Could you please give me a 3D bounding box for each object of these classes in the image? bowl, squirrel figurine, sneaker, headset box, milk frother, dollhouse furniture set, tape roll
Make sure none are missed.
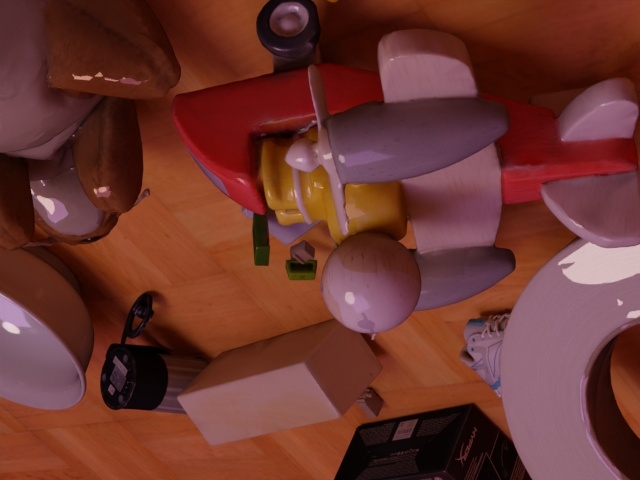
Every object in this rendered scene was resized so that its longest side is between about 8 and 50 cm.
[{"bbox_3d":[-0.421,0.090,1.796,0.297,0.134,0.298,18,144,13],"label":"bowl"},{"bbox_3d":[-0.302,-0.176,1.303,0.397,0.281,0.370,60,178,16],"label":"squirrel figurine"},{"bbox_3d":[0.202,0.107,1.457,0.083,0.071,0.191,32,145,4],"label":"sneaker"},{"bbox_3d":[0.194,0.358,1.741,0.218,0.110,0.293,-19,124,46],"label":"headset box"},{"bbox_3d":[-0.211,0.155,1.781,0.134,0.129,0.143,11,128,-42],"label":"milk frother"},{"bbox_3d":[0.000,0.000,1.482,0.151,0.059,0.076,0,140,-5],"label":"dollhouse furniture set"},{"bbox_3d":[0.359,0.154,1.258,0.392,0.072,0.392,13,115,30],"label":"tape roll"}]

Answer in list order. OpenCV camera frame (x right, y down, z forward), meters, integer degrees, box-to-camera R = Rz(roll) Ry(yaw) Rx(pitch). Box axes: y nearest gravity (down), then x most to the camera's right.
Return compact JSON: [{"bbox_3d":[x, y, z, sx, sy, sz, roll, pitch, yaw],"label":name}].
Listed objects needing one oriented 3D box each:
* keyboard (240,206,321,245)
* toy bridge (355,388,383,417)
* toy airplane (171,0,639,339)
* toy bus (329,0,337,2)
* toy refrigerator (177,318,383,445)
[{"bbox_3d":[-0.002,-0.060,1.431,0.072,0.014,0.256,33,146,-16],"label":"keyboard"},{"bbox_3d":[-0.002,0.212,1.762,0.188,0.026,0.063,-12,128,43],"label":"toy bridge"},{"bbox_3d":[0.094,-0.040,1.155,0.386,0.272,0.384,29,158,-30],"label":"toy airplane"},{"bbox_3d":[-0.107,-0.317,1.087,0.332,0.108,0.130,35,145,-10],"label":"toy bus"},{"bbox_3d":[-0.054,0.185,1.680,0.269,0.102,0.094,-20,108,46],"label":"toy refrigerator"}]
